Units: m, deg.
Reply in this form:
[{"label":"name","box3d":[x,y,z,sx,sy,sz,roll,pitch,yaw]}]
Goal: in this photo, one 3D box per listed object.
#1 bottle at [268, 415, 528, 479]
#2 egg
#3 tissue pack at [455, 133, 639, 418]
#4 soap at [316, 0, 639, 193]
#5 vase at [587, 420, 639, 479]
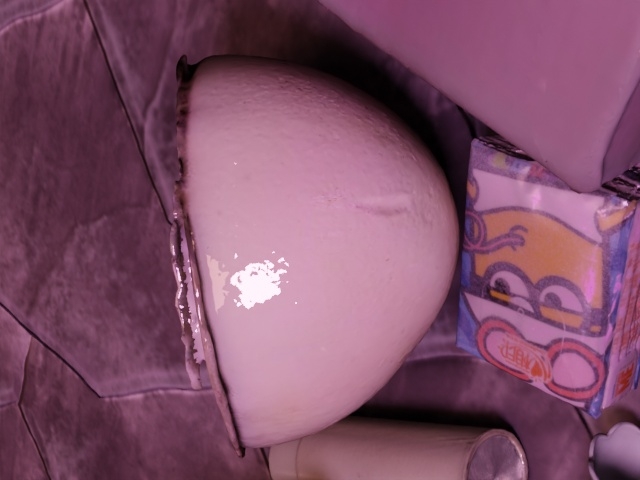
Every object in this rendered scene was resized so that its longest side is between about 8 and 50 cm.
[{"label":"bottle","box3d":[0.053,0.167,1.034,0.201,0.072,0.072,-3,107,47]},{"label":"egg","box3d":[0.000,0.005,0.928,0.286,0.174,0.264,86,178,-83]},{"label":"tissue pack","box3d":[0.147,0.016,0.865,0.115,0.065,0.155,27,126,37]},{"label":"soap","box3d":[0.102,-0.218,0.761,0.296,0.107,0.285,41,134,25]},{"label":"vase","box3d":[0.189,0.195,0.908,0.081,0.081,0.149,39,136,26]}]
